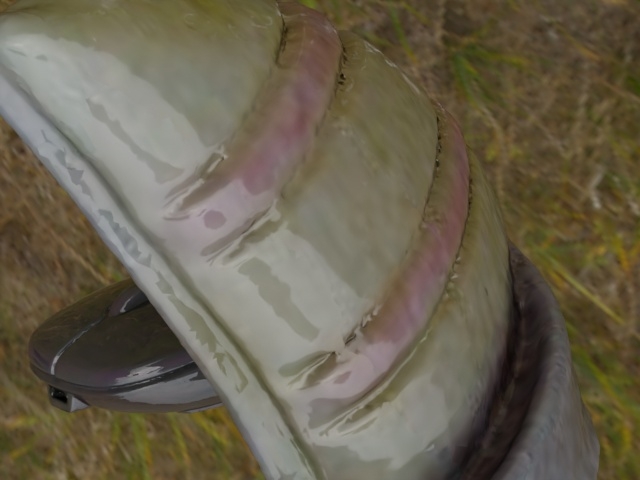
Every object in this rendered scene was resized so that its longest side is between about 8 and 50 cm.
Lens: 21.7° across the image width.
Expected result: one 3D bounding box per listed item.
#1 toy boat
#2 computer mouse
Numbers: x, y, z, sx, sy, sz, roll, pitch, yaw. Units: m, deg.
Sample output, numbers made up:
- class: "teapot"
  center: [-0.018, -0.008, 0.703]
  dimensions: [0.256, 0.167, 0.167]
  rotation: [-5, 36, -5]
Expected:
- class: "toy boat"
  center: [0.018, 0.019, 0.643]
  dimensions: [0.276, 0.111, 0.293]
  rotation: [-32, 105, -58]
- class: "computer mouse"
  center: [-0.023, 0.032, 0.787]
  dimensions: [0.232, 0.120, 0.057]
  rotation: [-10, 103, -33]
